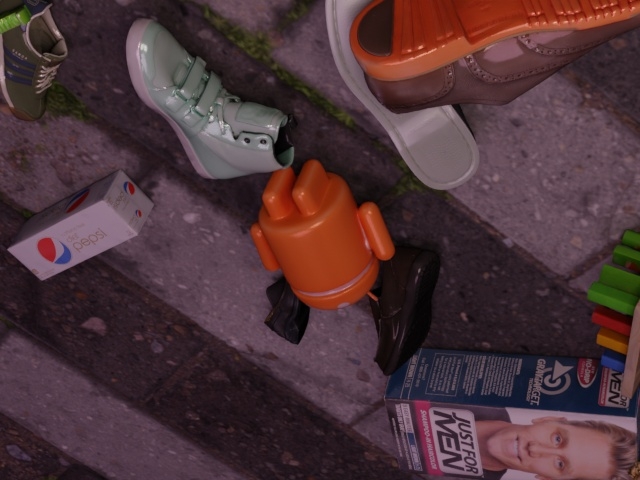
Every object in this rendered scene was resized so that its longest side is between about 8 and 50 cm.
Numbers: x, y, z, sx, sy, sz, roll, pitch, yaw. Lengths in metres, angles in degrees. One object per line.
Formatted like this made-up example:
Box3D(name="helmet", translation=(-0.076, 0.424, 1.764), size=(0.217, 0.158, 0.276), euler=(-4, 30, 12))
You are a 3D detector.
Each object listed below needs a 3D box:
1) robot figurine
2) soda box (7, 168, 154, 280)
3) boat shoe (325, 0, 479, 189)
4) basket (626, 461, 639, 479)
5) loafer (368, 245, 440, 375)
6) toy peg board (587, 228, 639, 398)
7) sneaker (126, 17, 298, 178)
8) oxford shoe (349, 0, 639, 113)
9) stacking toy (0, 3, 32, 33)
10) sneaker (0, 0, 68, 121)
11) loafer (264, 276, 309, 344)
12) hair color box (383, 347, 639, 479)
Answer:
Box3D(name="robot figurine", translation=(0.002, 0.000, 1.634), size=(0.158, 0.128, 0.219), euler=(-29, 126, -5))
Box3D(name="soda box", translation=(-0.339, -0.019, 1.785), size=(0.216, 0.069, 0.074), euler=(-23, 121, 36))
Box3D(name="boat shoe", translation=(0.086, -0.192, 1.440), size=(0.114, 0.091, 0.302), euler=(-23, 122, 6))
Box3D(name="basket", translation=(0.590, 0.392, 1.682), size=(0.213, 0.223, 0.299), euler=(-36, 125, 12))
Box3D(name="loafer", translation=(0.106, 0.089, 1.730), size=(0.078, 0.080, 0.220), euler=(31, 130, 24))
Box3D(name="toy peg board", translation=(0.384, 0.076, 1.557), size=(0.079, 0.161, 0.160), euler=(22, 140, 25))
Box3D(name="sneaker", translation=(-0.121, -0.176, 1.531), size=(0.151, 0.094, 0.256), euler=(-1, 142, 29))
Box3D(name="oxford shoe", translation=(0.218, -0.225, 1.327), size=(0.364, 0.130, 0.132), euler=(-12, 145, 10))
Box3D(name="stacking toy", translation=(-0.333, -0.339, 1.447), size=(0.221, 0.052, 0.167), euler=(-19, 120, 18))
Box3D(name="sneaker", translation=(-0.356, -0.226, 1.591), size=(0.086, 0.064, 0.192), euler=(10, 132, 18))
Box3D(name="loafer", translation=(-0.049, 0.080, 1.780), size=(0.061, 0.062, 0.170), euler=(18, 135, 10))
Box3D(name="hair color box", translation=(0.277, 0.253, 1.794), size=(0.347, 0.105, 0.174), euler=(2, 133, 18))
